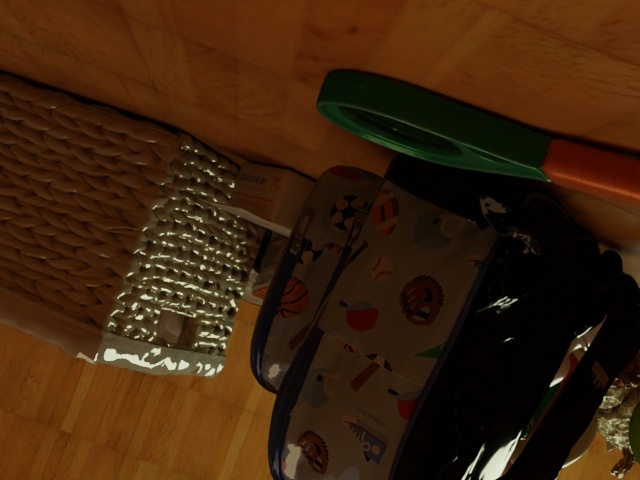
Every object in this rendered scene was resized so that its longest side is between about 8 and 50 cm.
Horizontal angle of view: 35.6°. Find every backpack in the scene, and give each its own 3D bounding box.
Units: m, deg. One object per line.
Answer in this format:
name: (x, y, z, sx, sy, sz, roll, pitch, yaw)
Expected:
backpack: (0.072, 0.084, 0.707, 0.213, 0.263, 0.276, 18, 177, 35)

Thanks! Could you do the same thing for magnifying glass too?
magnifying glass: (0.098, -0.046, 0.518, 0.231, 0.026, 0.092, 18, 175, 31)

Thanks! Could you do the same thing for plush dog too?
plush dog: (0.492, 0.250, 1.665, 0.225, 0.210, 0.262, 45, 171, -12)

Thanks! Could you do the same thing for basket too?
basket: (-0.277, -0.013, 1.218, 0.331, 0.266, 0.328, 18, 176, 21)

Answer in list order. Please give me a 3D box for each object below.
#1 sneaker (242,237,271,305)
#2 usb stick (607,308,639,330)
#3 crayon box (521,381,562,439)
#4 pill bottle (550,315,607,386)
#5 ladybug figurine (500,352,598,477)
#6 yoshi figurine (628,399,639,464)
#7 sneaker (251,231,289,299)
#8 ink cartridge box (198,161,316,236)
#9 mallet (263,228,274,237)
sneaker: (-0.076, 0.006, 1.649, 0.447, 0.169, 0.257, 22, 161, 41)
usb stick: (0.309, 0.089, 1.198, 0.077, 0.045, 0.278, 15, 179, -24)
crayon box: (0.112, 0.076, 1.034, 0.165, 0.081, 0.278, 14, 149, 54)
pill bottle: (0.154, 0.089, 0.875, 0.112, 0.187, 0.112, 59, -171, -16)
ladybug figurine: (0.231, 0.186, 1.426, 0.305, 0.162, 0.449, -5, -165, -9)
yoshi figurine: (0.472, 0.214, 1.029, 0.362, 0.203, 0.203, 24, -178, -9)
sneaker: (0.000, 0.000, 1.276, 0.099, 0.121, 0.262, 21, 153, -33)
ink cartridge box: (-0.028, -0.036, 1.086, 0.181, 0.061, 0.104, 23, 176, -34)
mallet: (-0.129, -0.054, 1.520, 0.190, 0.039, 0.062, 22, 152, 48)
